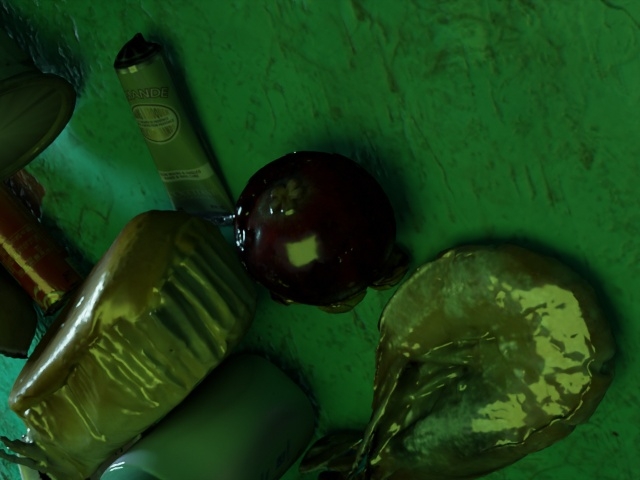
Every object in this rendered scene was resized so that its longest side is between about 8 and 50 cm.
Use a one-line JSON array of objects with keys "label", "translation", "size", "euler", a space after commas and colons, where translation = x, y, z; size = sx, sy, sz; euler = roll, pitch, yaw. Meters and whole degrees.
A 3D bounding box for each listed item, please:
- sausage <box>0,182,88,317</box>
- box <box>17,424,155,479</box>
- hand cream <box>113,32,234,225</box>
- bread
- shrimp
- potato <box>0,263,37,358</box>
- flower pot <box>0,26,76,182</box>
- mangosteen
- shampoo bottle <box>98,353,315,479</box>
[{"label": "sausage", "translation": [-0.397, -0.023, 1.542], "size": [0.264, 0.083, 0.083], "euler": [47, 131, 3]}, {"label": "box", "translation": [-0.312, 0.269, 1.614], "size": [0.151, 0.135, 0.151], "euler": [16, 123, 27]}, {"label": "hand cream", "translation": [-0.162, -0.113, 1.350], "size": [0.086, 0.055, 0.235], "euler": [1, 124, 36]}, {"label": "bread", "translation": [-0.228, 0.118, 1.414], "size": [0.183, 0.236, 0.389], "euler": [46, 126, -4]}, {"label": "shrimp", "translation": [0.117, 0.160, 1.293], "size": [0.221, 0.110, 0.446], "euler": [51, 128, 5]}, {"label": "potato", "translation": [-0.503, 0.038, 1.569], "size": [0.300, 0.246, 0.196], "euler": [11, 85, -1]}, {"label": "flower pot", "translation": [-0.412, -0.184, 1.397], "size": [0.202, 0.212, 0.212], "euler": [55, 133, 15]}, {"label": "mangosteen", "translation": [0.000, 0.000, 1.246], "size": [0.166, 0.166, 0.180], "euler": [3, 142, 32]}, {"label": "shampoo bottle", "translation": [-0.157, 0.280, 1.374], "size": [0.151, 0.349, 0.222], "euler": [45, 132, 2]}]
